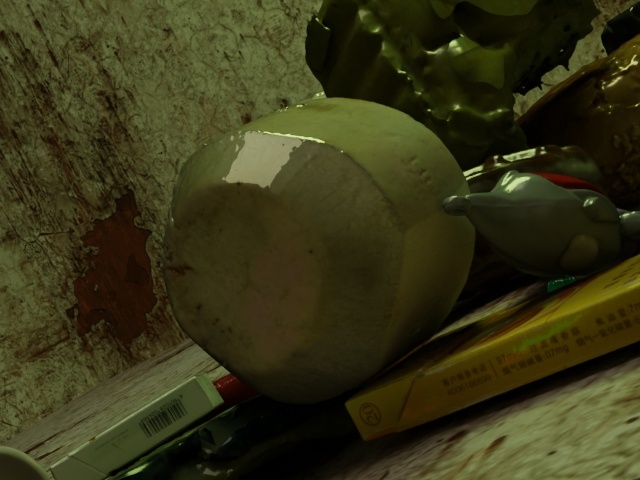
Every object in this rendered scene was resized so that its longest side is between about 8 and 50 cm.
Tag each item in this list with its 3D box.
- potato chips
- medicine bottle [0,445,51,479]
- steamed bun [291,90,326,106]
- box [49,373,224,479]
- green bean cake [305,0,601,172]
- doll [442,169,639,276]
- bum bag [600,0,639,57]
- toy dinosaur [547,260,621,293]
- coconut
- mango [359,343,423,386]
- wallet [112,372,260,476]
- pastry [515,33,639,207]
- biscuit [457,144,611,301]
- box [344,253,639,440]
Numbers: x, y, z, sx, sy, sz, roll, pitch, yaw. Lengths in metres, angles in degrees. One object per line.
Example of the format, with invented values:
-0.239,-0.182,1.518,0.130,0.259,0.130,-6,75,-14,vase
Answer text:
-0.144,0.213,1.120,0.358,0.070,0.429,-33,-4,37,potato chips
-0.359,0.280,1.393,0.133,0.133,0.250,-29,3,-30,medicine bottle
0.081,-0.035,1.683,0.309,0.309,0.309,-28,2,1,steamed bun
-0.165,0.175,1.259,0.154,0.040,0.084,-33,-2,0,box
0.171,-0.208,1.524,0.310,0.285,0.202,-24,-23,-26,green bean cake
0.184,-0.010,1.039,0.227,0.075,0.102,10,-23,-34,doll
0.519,-0.244,1.742,0.340,0.095,0.144,3,-20,-3,bum bag
0.237,0.012,1.174,0.096,0.059,0.132,-20,-2,37,toy dinosaur
0.000,0.004,1.055,0.241,0.241,0.241,-28,2,1,coconut
0.035,0.089,1.247,0.163,0.111,0.089,103,-169,-66,mango
-0.121,0.184,1.382,0.204,0.045,0.142,-28,-20,12,wallet
0.341,-0.125,1.647,0.255,0.162,0.311,-38,2,-19,pastry
0.135,0.002,1.391,0.332,0.103,0.332,-21,-9,-4,biscuit
0.160,0.063,0.972,0.269,0.043,0.152,-27,-2,36,box
